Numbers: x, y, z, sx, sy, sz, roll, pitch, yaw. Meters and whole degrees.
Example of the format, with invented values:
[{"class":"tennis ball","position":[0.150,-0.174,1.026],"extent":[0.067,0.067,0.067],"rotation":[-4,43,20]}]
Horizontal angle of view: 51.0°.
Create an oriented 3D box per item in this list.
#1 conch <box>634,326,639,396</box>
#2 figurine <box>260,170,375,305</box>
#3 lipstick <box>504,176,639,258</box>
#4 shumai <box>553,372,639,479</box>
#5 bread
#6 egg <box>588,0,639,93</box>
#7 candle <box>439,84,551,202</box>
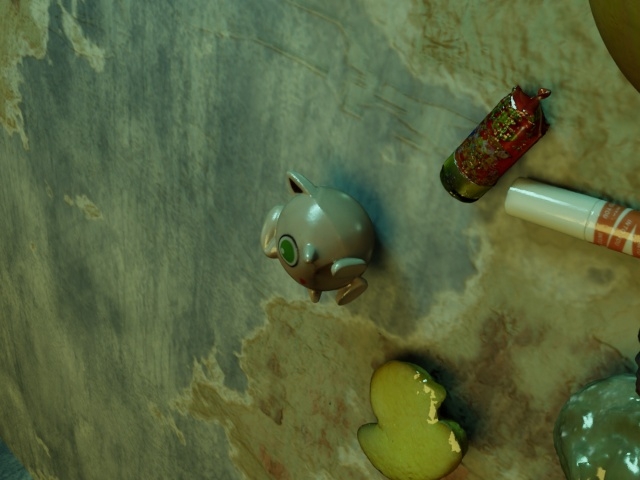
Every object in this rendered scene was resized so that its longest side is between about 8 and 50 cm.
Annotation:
[{"class":"conch","position":[0.301,0.021,0.513],"extent":[0.086,0.080,0.233],"rotation":[11,99,15]},{"class":"figurine","position":[0.000,0.000,0.763],"extent":[0.138,0.125,0.125],"rotation":[53,140,25]},{"class":"lipstick","position":[0.228,-0.020,0.585],"extent":[0.130,0.038,0.038],"rotation":[24,127,35]},{"class":"shumai","position":[0.287,0.303,0.526],"extent":[0.217,0.283,0.346],"rotation":[-35,88,47]},{"class":"bread","position":[0.110,0.222,0.831],"extent":[0.149,0.065,0.188],"rotation":[62,143,14]},{"class":"egg","position":[0.285,-0.149,0.294],"extent":[0.322,0.250,0.250],"rotation":[8,118,39]},{"class":"candle","position":[0.161,-0.089,0.603],"extent":[0.052,0.052,0.131],"rotation":[51,139,11]}]
